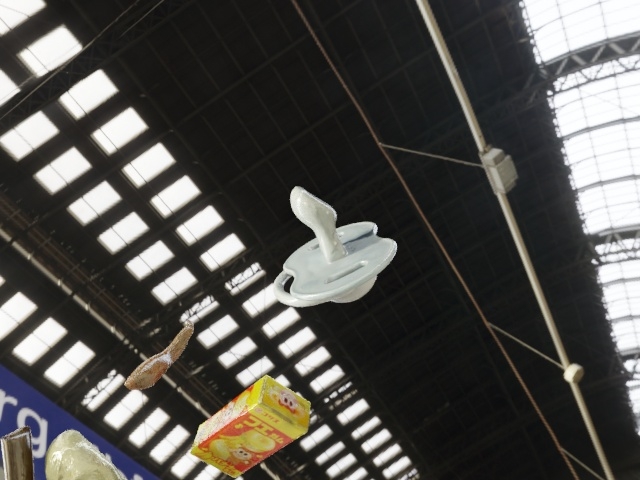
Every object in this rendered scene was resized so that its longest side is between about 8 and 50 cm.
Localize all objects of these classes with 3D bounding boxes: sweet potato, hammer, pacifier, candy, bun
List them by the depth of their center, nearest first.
[{"bbox_3d":[0.000,0.000,0.852,0.227,0.279,0.207,-23,-71,-3],"label":"pacifier"},{"bbox_3d":[-0.628,0.610,1.022,0.095,0.242,0.408,-14,-103,10],"label":"hammer"},{"bbox_3d":[-0.329,0.245,1.025,0.214,0.050,0.050,-49,-46,-56],"label":"sweet potato"},{"bbox_3d":[-0.533,0.535,1.076,0.127,0.222,0.222,-43,-56,-32],"label":"bun"},{"bbox_3d":[-0.166,0.442,1.132,0.146,0.088,0.276,38,-61,-17],"label":"candy"}]
